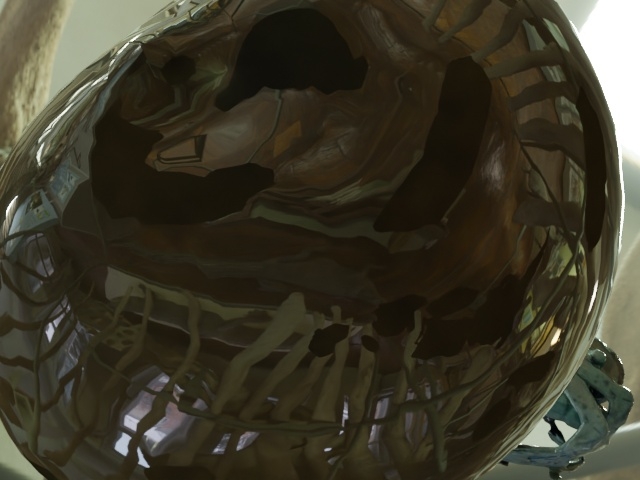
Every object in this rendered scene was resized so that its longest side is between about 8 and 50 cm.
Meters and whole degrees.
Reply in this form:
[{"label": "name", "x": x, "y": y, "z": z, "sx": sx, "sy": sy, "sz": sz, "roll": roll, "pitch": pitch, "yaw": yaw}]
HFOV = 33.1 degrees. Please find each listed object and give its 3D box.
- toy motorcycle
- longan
[{"label": "toy motorcycle", "x": 0.258, "y": 0.188, "z": 1.373, "sx": 0.260, "sy": 0.154, "sz": 0.206, "roll": 16, "pitch": -123, "yaw": 5}, {"label": "longan", "x": 0.000, "y": 0.000, "z": 0.543, "sx": 0.350, "sy": 0.288, "sz": 0.288, "roll": -32, "pitch": -100, "yaw": -23}]
